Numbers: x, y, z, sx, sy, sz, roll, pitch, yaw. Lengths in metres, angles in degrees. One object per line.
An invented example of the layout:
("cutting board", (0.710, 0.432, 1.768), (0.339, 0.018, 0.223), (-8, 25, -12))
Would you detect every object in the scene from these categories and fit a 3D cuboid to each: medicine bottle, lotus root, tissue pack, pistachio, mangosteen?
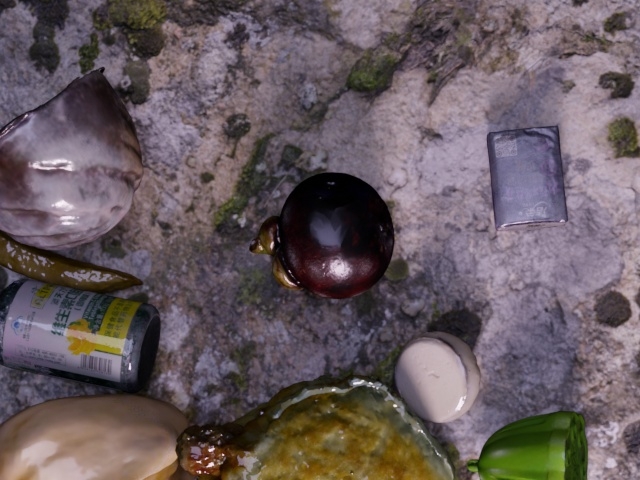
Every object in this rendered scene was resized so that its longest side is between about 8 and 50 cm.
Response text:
("medicine bottle", (-0.403, 0.140, 1.788), (0.293, 0.141, 0.141), (10, 82, 6))
("lotus root", (0.296, 0.336, 1.707), (0.186, 0.186, 0.186), (-1, 81, 4))
("tissue pack", (0.322, -0.096, 1.818), (0.112, 0.051, 0.156), (-5, 81, 6))
("pistachio", (-0.347, 0.335, 1.718), (0.321, 0.229, 0.238), (-7, 41, -2))
("mangosteen", (0.000, 0.000, 1.771), (0.230, 0.194, 0.194), (-20, 79, 26))

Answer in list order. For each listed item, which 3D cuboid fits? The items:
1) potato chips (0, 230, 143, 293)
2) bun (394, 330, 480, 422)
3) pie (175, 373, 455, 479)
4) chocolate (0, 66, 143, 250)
("potato chips", (-0.479, 0.010, 1.855), (0.407, 0.057, 0.080), (25, 87, 8))
("bun", (0.188, 0.204, 1.762), (0.138, 0.094, 0.138), (2, 94, 38))
("pie", (0.013, 0.414, 1.695), (0.395, 0.180, 0.418), (-20, 85, -17))
("chocolate", (-0.390, -0.098, 1.778), (0.303, 0.303, 0.213), (-37, 98, -2))
